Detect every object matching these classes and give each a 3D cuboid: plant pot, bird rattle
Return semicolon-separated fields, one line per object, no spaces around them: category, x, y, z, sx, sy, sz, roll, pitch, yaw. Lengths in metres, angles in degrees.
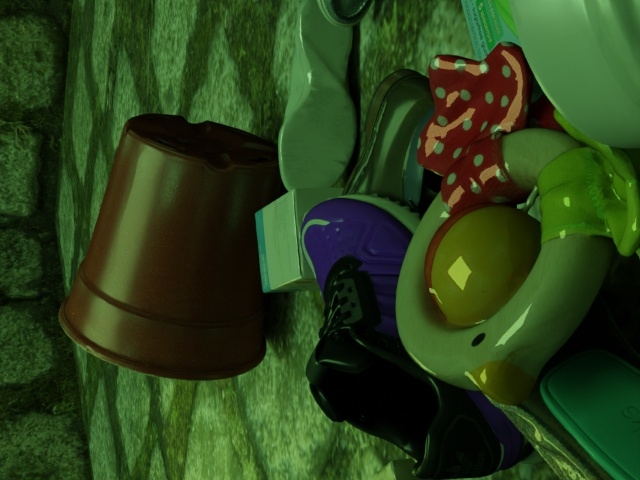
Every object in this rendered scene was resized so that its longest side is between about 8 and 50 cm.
plant pot;-0.172;-0.006;1.301;0.272;0.272;0.265;-132;52;-60
bird rattle;0.109;-0.015;0.617;0.207;0.143;0.253;-58;34;1

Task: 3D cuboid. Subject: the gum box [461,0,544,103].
gum box;0.154;-0.205;0.701;0.184;0.041;0.157;129;135;-59

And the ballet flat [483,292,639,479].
ballet flat;0.154;0.098;0.645;0.316;0.107;0.106;-116;1;-58

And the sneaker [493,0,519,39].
sneaker;0.161;-0.291;0.482;0.202;0.185;0.483;171;95;-71

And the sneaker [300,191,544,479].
sneaker;0.042;0.067;0.787;0.293;0.146;0.102;47;138;38

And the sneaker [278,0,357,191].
sneaker;-0.004;-0.150;1.098;0.094;0.080;0.212;-153;70;-80

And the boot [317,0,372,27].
boot;0.041;-0.284;0.952;0.086;0.069;0.190;-119;34;-60

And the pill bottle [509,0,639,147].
pill bottle;0.205;-0.108;0.295;0.301;0.169;0.169;-8;84;52

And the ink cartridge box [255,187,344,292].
ink cartridge box;0.000;0.000;1.050;0.143;0.092;0.090;156;111;-68

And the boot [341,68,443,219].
boot;0.071;-0.029;0.879;0.106;0.082;0.219;-134;48;-64

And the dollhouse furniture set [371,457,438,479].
dollhouse furniture set;0.009;0.281;0.951;0.182;0.161;0.101;122;141;-57
